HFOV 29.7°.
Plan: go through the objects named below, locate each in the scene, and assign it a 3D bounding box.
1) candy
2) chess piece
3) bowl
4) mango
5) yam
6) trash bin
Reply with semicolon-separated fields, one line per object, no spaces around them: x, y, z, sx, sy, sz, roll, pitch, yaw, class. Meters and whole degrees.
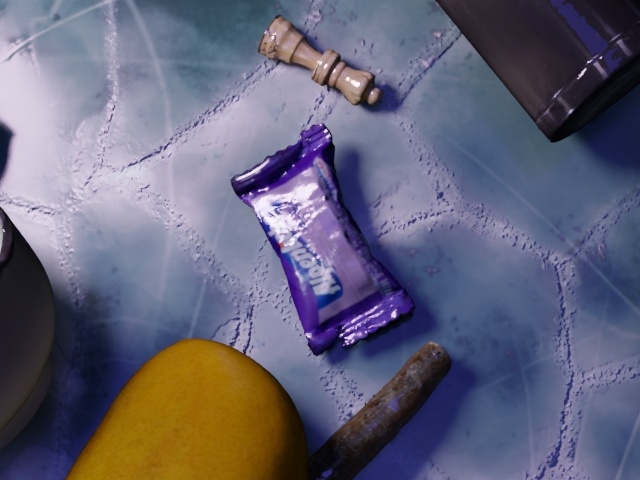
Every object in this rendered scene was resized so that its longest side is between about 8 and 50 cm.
0.000;0.000;1.522;0.145;0.070;0.275;-27;83;4;candy
0.005;-0.228;1.574;0.172;0.060;0.060;31;82;6;chess piece
-0.440;0.142;1.422;0.354;0.354;0.185;-47;124;-6;bowl
-0.161;0.309;1.347;0.300;0.232;0.446;-7;49;24;mango
0.058;0.231;1.466;0.061;0.061;0.274;44;75;10;yam
0.272;-0.300;1.502;0.252;0.203;0.301;-34;78;-22;trash bin
